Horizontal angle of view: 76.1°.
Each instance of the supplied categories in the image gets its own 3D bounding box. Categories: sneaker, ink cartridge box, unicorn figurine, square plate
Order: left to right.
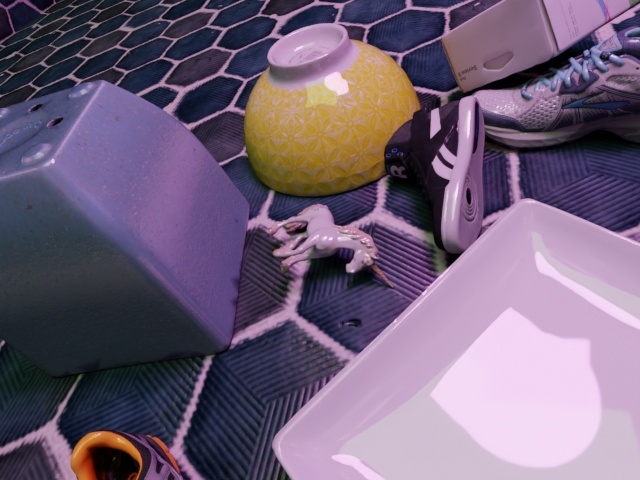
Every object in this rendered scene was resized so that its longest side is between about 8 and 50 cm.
[{"bbox_3d":[-0.128,0.228,0.321,0.215,0.083,0.084,22,59,32],"label":"sneaker"},{"bbox_3d":[0.000,0.000,0.487,0.111,0.060,0.161,-22,47,1],"label":"unicorn figurine"},{"bbox_3d":[0.132,-0.074,0.506,0.121,0.079,0.216,-7,54,37],"label":"sneaker"},{"bbox_3d":[0.300,-0.302,0.560,0.212,0.093,0.154,-36,16,-21],"label":"ink cartridge box"},{"bbox_3d":[0.325,-0.192,0.494,0.283,0.122,0.110,3,52,22],"label":"sneaker"},{"bbox_3d":[0.194,0.149,0.280,0.344,0.049,0.347,-39,49,-16],"label":"square plate"}]

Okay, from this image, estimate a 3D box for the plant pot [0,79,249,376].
[{"bbox_3d":[-0.254,-0.024,0.469,0.247,0.252,0.247,-12,47,11],"label":"plant pot"}]

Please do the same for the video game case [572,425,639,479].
[{"bbox_3d":[0.207,0.201,0.272,0.122,0.011,0.087,-41,49,-16],"label":"video game case"}]

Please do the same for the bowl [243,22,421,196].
[{"bbox_3d":[0.002,-0.221,0.614,0.290,0.156,0.289,-10,48,11],"label":"bowl"}]
